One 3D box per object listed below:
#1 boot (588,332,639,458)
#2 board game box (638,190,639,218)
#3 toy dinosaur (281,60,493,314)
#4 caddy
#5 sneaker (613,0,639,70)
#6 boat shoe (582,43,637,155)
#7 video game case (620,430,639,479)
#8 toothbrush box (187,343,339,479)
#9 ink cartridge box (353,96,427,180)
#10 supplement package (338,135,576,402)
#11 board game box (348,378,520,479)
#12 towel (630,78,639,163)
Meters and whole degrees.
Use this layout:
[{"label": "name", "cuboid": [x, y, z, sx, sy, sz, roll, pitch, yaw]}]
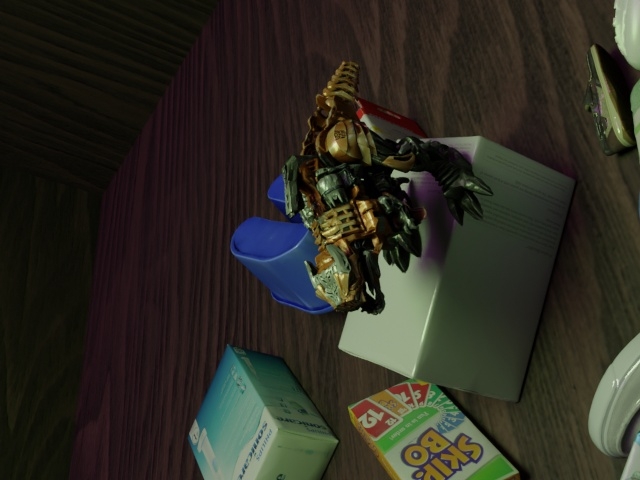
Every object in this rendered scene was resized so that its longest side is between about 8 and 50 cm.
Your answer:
[{"label": "boot", "cuboid": [0.353, 0.124, 0.681, 0.258, 0.095, 0.123, -62, 23, 18]}, {"label": "board game box", "cuboid": [0.391, -0.066, 0.779, 0.169, 0.033, 0.133, 110, 170, -49]}, {"label": "toy dinosaur", "cuboid": [0.053, -0.071, 0.828, 0.164, 0.218, 0.322, -12, 65, 55]}, {"label": "caddy", "cuboid": [0.000, 0.000, 1.308, 0.241, 0.179, 0.341, -54, 25, -13]}, {"label": "sneaker", "cuboid": [0.409, -0.304, 0.846, 0.094, 0.090, 0.235, 24, 97, 52]}, {"label": "boat shoe", "cuboid": [0.341, -0.171, 0.914, 0.049, 0.056, 0.152, -35, 45, 41]}, {"label": "video game case", "cuboid": [0.317, 0.272, 0.677, 0.119, 0.015, 0.166, 21, 98, 32]}, {"label": "toothbrush box", "cuboid": [-0.114, 0.356, 1.355, 0.216, 0.126, 0.295, -66, 28, 10]}, {"label": "ink cartridge box", "cuboid": [0.117, -0.130, 1.208, 0.078, 0.134, 0.231, -57, 31, 27]}, {"label": "supplement package", "cuboid": [0.171, 0.033, 0.973, 0.175, 0.177, 0.293, 10, 82, 60]}, {"label": "board game box", "cuboid": [0.141, 0.265, 0.960, 0.259, 0.124, 0.039, -134, 26, -58]}, {"label": "towel", "cuboid": [0.375, -0.126, 0.696, 0.248, 0.038, 0.325, 110, 175, -46]}]
